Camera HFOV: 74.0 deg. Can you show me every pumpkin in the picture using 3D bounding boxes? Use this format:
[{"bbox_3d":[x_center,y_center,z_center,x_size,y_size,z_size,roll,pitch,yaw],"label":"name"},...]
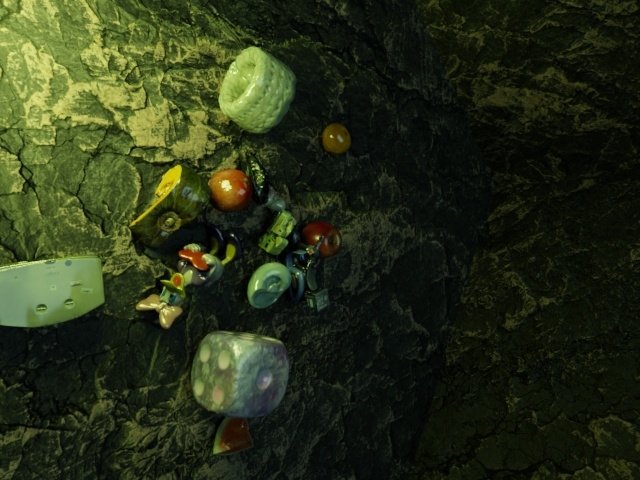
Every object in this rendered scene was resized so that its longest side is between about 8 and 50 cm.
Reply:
[{"bbox_3d":[-0.515,-0.128,1.463,0.280,0.190,0.139,-36,128,9],"label":"pumpkin"}]

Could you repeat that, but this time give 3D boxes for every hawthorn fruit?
[{"bbox_3d":[-0.333,-0.187,1.595,0.172,0.172,0.173,-2,93,-48],"label":"hawthorn fruit"}]

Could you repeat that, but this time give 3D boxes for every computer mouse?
[{"bbox_3d":[-0.249,-0.247,1.688,0.077,0.147,0.242,-10,66,-19],"label":"computer mouse"}]

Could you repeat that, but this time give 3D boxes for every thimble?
[{"bbox_3d":[-0.245,-0.573,1.616,0.195,0.291,0.292,25,73,-44],"label":"thimble"}]

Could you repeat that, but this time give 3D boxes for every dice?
[{"bbox_3d":[-0.297,0.488,1.582,0.270,0.271,0.271,17,78,-47],"label":"dice"}]

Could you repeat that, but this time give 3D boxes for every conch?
[{"bbox_3d":[-0.221,0.186,1.768,0.220,0.120,0.185,-23,112,-38],"label":"conch"}]

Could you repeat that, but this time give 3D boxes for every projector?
[{"bbox_3d":[-0.761,0.147,1.194,0.269,0.088,0.194,-9,99,-47],"label":"projector"}]

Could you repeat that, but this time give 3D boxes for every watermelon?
[{"bbox_3d":[-0.339,0.754,1.684,0.192,0.137,0.146,16,45,-47],"label":"watermelon"}]

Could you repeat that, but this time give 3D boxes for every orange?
[{"bbox_3d":[0.074,-0.493,2.076,0.154,0.134,0.155,36,42,-41],"label":"orange"}]

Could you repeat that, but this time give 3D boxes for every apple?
[{"bbox_3d":[0.000,0.000,1.974,0.180,0.168,0.181,-3,95,-42],"label":"apple"}]

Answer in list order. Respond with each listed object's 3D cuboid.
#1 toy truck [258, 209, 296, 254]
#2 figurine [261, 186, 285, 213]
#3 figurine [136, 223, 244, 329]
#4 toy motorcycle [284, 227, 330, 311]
[{"bbox_3d":[-0.171,-0.028,1.782,0.085,0.116,0.191,23,102,-46],"label":"toy truck"},{"bbox_3d":[-0.222,-0.175,1.807,0.146,0.081,0.098,38,20,-36],"label":"figurine"},{"bbox_3d":[-0.446,0.117,1.507,0.421,0.154,0.194,-44,157,-47],"label":"figurine"},{"bbox_3d":[-0.067,0.119,1.867,0.125,0.212,0.360,-21,107,-45],"label":"toy motorcycle"}]
